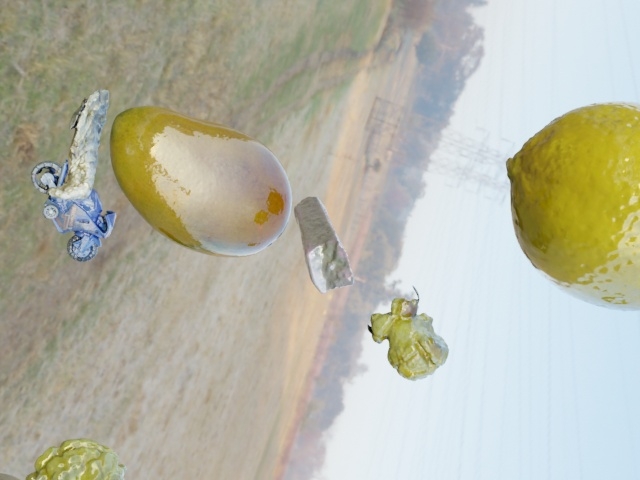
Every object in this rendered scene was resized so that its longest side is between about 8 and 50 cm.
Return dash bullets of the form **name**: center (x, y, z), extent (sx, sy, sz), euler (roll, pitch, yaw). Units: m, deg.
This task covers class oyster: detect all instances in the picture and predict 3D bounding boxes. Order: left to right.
- **oyster**: center (-0.363, -0.146, 1.103), extent (0.106, 0.061, 0.200), euler (113, -12, -77)

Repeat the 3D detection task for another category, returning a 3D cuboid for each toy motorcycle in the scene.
- **toy motorcycle**: center (-0.451, -0.063, 1.303), extent (0.076, 0.114, 0.205), euler (-134, -158, -70)

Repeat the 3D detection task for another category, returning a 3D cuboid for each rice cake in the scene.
- **rice cake**: center (0.000, 0.000, 1.024), extent (0.365, 0.056, 0.073), euler (-107, 174, -75)

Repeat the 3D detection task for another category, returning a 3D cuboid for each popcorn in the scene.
- **popcorn**: center (-0.419, 0.431, 1.208), extent (0.142, 0.173, 0.173), euler (-22, -151, 31)
- **popcorn**: center (0.220, 0.233, 1.676), extent (0.168, 0.195, 0.173), euler (-12, 155, -46)

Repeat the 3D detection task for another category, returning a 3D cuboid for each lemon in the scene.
- **lemon**: center (0.255, -0.030, 0.609), extent (0.178, 0.203, 0.178), euler (20, 90, -90)

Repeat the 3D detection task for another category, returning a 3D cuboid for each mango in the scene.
- **mango**: center (-0.098, -0.045, 0.583), extent (0.089, 0.163, 0.111), euler (-20, -116, 54)

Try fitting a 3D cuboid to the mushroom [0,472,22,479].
- **mushroom**: center (-0.496, 0.454, 1.012), extent (0.178, 0.226, 0.226), euler (48, 57, -53)
